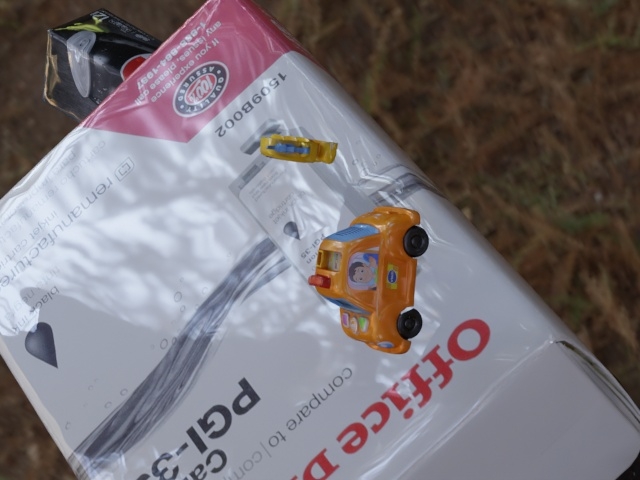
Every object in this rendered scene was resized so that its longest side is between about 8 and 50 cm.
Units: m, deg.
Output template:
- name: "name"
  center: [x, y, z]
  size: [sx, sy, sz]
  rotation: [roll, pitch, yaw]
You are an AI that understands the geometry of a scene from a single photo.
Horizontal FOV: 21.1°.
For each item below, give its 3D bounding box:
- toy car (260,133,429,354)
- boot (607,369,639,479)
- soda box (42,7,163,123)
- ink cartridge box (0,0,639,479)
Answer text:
- name: "toy car"
  center: [0.000, 0.000, 0.689]
  size: [0.122, 0.041, 0.060]
  rotation: [42, 123, 56]
- name: "boot"
  center: [0.134, 0.185, 0.957]
  size: [0.106, 0.082, 0.219]
  rotation: [-20, 64, 38]
- name: "soda box"
  center: [-0.101, -0.086, 1.106]
  size: [0.169, 0.060, 0.053]
  rotation: [30, 39, 24]
- name: "ink cartridge box"
  center: [-0.020, 0.046, 0.799]
  size: [0.207, 0.117, 0.283]
  rotation: [-43, 51, 3]
